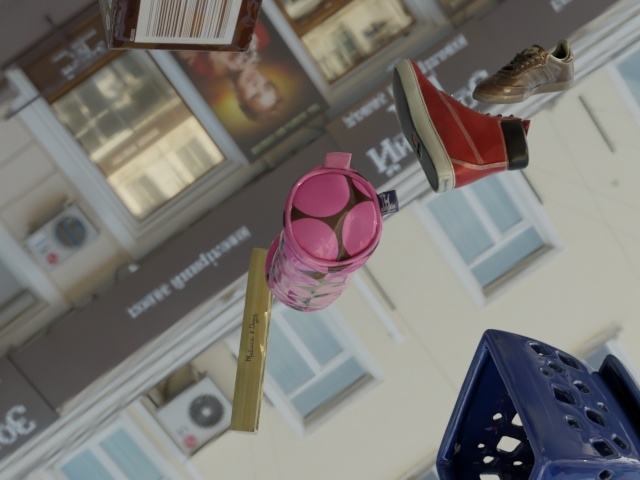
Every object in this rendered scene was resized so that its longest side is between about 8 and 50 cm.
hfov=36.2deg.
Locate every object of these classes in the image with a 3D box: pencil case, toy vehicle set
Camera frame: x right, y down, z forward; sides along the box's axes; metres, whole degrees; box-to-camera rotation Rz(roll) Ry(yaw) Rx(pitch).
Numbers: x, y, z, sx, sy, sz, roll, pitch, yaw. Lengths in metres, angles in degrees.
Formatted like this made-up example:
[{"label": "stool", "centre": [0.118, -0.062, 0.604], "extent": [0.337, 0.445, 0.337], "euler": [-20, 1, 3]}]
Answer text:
[{"label": "pencil case", "centre": [0.000, 0.000, 0.869], "extent": [0.095, 0.098, 0.209], "euler": [-2, 166, -11]}, {"label": "toy vehicle set", "centre": [-0.099, 0.157, 1.477], "extent": [0.166, 0.035, 0.267], "euler": [99, -3, -76]}]

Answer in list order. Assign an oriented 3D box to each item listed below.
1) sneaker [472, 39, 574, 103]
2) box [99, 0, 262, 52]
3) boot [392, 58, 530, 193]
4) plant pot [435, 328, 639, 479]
[{"label": "sneaker", "centre": [0.284, -0.239, 1.378], "extent": [0.188, 0.071, 0.066], "euler": [-18, -155, -36]}, {"label": "box", "centre": [-0.207, -0.427, 1.294], "extent": [0.191, 0.381, 0.143], "euler": [-3, 143, -22]}, {"label": "boot", "centre": [0.219, -0.193, 1.500], "extent": [0.176, 0.244, 0.088], "euler": [-16, 150, -9]}, {"label": "plant pot", "centre": [0.289, 0.271, 1.177], "extent": [0.236, 0.212, 0.236], "euler": [-107, -153, -57]}]
